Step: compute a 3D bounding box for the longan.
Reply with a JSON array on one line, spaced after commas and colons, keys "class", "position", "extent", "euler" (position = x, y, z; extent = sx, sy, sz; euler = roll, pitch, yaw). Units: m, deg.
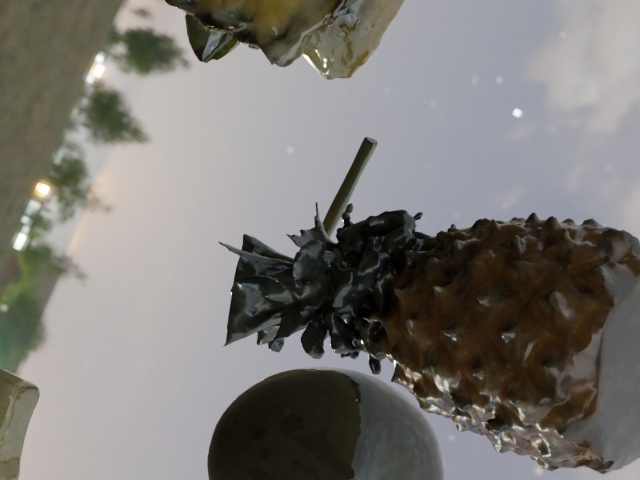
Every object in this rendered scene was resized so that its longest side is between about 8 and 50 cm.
[{"class": "longan", "position": [0.003, 0.245, 1.448], "extent": [0.248, 0.248, 0.248], "euler": [-61, -168, 22]}]

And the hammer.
[{"class": "hammer", "position": [0.000, 0.000, 1.198], "extent": [0.199, 0.013, 0.062], "euler": [-63, -167, 17]}]

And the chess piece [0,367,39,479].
[{"class": "chess piece", "position": [-0.238, 0.085, 0.752], "extent": [0.090, 0.200, 0.090], "euler": [-44, 145, -42]}]

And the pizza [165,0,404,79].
[{"class": "pizza", "position": [-0.045, -0.272, 0.768], "extent": [0.435, 0.392, 0.080], "euler": [-35, 162, 17]}]

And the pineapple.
[{"class": "pineapple", "position": [0.067, 0.043, 0.931], "extent": [0.340, 0.169, 0.169], "euler": [13, -105, 38]}]
